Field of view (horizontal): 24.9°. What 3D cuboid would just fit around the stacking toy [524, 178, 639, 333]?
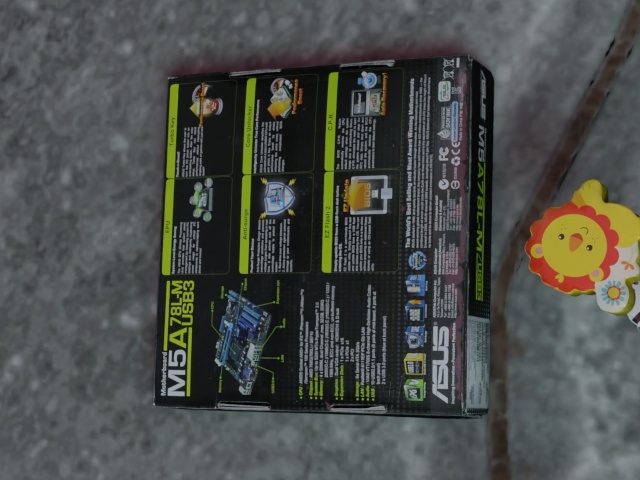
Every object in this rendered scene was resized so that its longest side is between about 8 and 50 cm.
[{"bbox_3d":[0.209,0.046,0.619,0.221,0.167,0.052,25,93,24],"label":"stacking toy"}]

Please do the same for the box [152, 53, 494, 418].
[{"bbox_3d":[0.000,0.000,0.787,0.184,0.045,0.190,-2,82,26],"label":"box"}]
